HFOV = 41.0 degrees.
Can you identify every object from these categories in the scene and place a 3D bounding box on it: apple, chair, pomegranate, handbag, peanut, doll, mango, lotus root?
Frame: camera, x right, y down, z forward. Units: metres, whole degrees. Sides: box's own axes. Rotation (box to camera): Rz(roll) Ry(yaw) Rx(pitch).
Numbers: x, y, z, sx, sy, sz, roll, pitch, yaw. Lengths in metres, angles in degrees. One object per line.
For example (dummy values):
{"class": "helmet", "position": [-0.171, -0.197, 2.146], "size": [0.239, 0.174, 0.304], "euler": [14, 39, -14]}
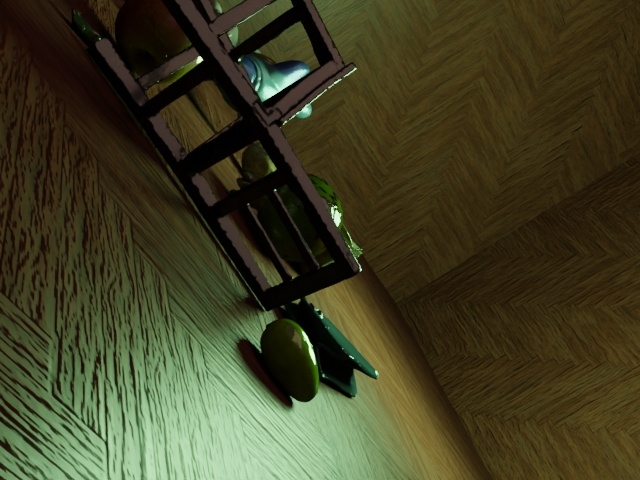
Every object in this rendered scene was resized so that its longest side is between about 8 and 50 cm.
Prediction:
{"class": "apple", "position": [-0.234, -0.310, 1.286], "size": [0.146, 0.146, 0.146], "euler": [57, 5, -8]}
{"class": "chair", "position": [-0.069, -0.156, 1.146], "size": [0.416, 0.203, 0.240], "euler": [57, 41, -12]}
{"class": "pomegranate", "position": [-0.056, -0.052, 1.472], "size": [0.205, 0.159, 0.159], "euler": [31, 11, -11]}
{"class": "handbag", "position": [0.014, 0.161, 1.333], "size": [0.144, 0.057, 0.221], "euler": [55, 4, 24]}
{"class": "peanut", "position": [-0.098, -0.116, 1.779], "size": [0.192, 0.089, 0.089], "euler": [56, 5, -5]}
{"class": "doll", "position": [-0.165, -0.361, 1.757], "size": [0.366, 0.187, 0.376], "euler": [39, 39, -10]}
{"class": "mango", "position": [-0.033, 0.140, 0.996], "size": [0.073, 0.056, 0.108], "euler": [-89, 159, -74]}
{"class": "lotus root", "position": [0.000, 0.000, 1.712], "size": [0.119, 0.138, 0.235], "euler": [63, 5, 6]}

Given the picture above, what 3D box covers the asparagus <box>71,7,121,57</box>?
{"class": "asparagus", "position": [-0.296, -0.265, 1.114], "size": [0.025, 0.021, 0.108], "euler": [56, 4, 37]}
